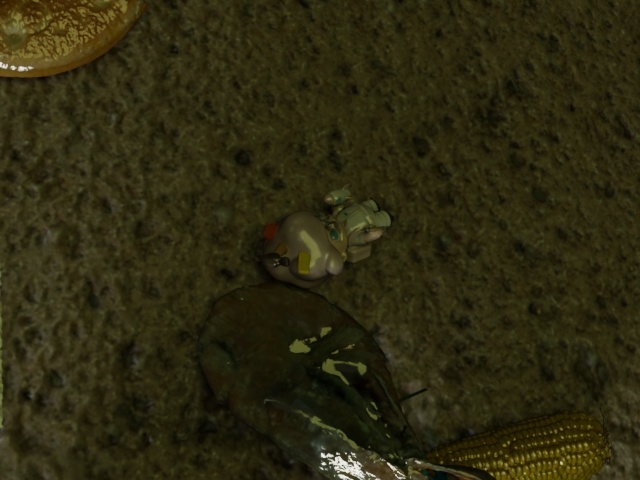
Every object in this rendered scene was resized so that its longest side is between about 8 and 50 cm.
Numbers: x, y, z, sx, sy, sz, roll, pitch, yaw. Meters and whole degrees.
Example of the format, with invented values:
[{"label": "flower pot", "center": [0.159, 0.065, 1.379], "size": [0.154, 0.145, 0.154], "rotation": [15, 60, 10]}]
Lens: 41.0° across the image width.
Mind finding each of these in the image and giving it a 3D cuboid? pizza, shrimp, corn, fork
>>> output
[{"label": "pizza", "center": [-0.371, -0.299, 1.187], "size": [0.271, 0.056, 0.134], "rotation": [-36, 91, -22]}, {"label": "shrimp", "center": [0.035, 0.216, 1.133], "size": [0.445, 0.110, 0.221], "rotation": [38, 55, 10]}, {"label": "corn", "center": [0.270, 0.310, 1.209], "size": [0.305, 0.106, 0.106], "rotation": [-8, 79, -19]}, {"label": "fork", "center": [0.055, 0.255, 1.191], "size": [0.235, 0.039, 0.021], "rotation": [-16, 104, -24]}]

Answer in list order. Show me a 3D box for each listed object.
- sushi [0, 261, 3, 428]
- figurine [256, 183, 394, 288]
[{"label": "sushi", "center": [-0.506, 0.126, 1.033], "size": [0.231, 0.047, 0.220], "rotation": [-2, 76, -18]}, {"label": "figurine", "center": [0.000, 0.000, 1.204], "size": [0.229, 0.112, 0.137], "rotation": [-25, 54, -29]}]
